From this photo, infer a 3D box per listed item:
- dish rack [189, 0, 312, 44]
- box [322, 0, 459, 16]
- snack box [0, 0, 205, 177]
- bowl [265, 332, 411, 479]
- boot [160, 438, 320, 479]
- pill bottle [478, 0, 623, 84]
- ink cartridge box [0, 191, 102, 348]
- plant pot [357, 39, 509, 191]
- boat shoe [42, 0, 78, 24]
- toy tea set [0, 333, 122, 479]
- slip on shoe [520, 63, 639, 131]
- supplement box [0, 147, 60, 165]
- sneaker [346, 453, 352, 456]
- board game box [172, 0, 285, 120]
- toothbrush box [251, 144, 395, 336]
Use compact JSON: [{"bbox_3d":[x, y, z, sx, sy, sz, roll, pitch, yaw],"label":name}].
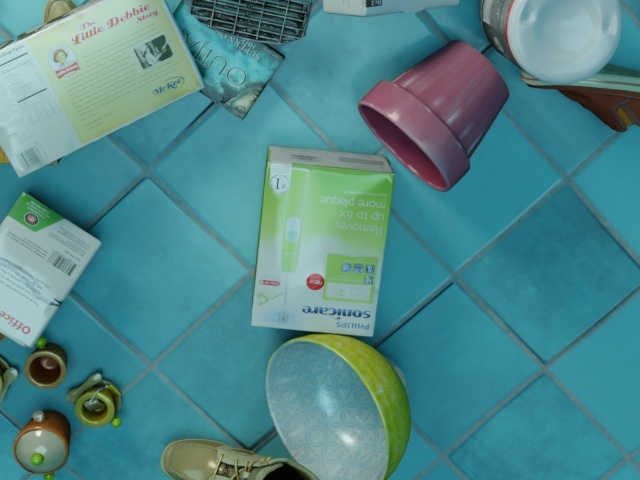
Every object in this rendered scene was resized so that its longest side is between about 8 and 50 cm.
[{"bbox_3d":[-0.090,-0.445,1.636,0.208,0.074,0.272,12,108,-5],"label":"dish rack"},{"bbox_3d":[0.102,-0.433,1.586,0.181,0.119,0.182,-14,111,-30],"label":"box"},{"bbox_3d":[-0.359,-0.251,1.621,0.322,0.060,0.187,-27,114,-7],"label":"snack box"},{"bbox_3d":[0.059,0.273,1.812,0.156,0.289,0.289,-24,114,-40],"label":"bowl"},{"bbox_3d":[-0.136,0.403,1.832,0.262,0.203,0.095,22,74,-12],"label":"boot"},{"bbox_3d":[0.328,-0.333,1.579,0.161,0.283,0.161,-1,108,-3],"label":"pill bottle"},{"bbox_3d":[-0.478,0.049,1.734,0.153,0.087,0.208,35,82,-13],"label":"ink cartridge box"},{"bbox_3d":[0.189,-0.207,1.673,0.180,0.201,0.201,-45,105,-6],"label":"plant pot"},{"bbox_3d":[-0.398,-0.287,1.669,0.068,0.072,0.190,-6,108,-1],"label":"boat shoe"},{"bbox_3d":[-0.507,0.256,1.813,0.200,0.124,0.336,-42,105,10],"label":"toy tea set"},{"bbox_3d":[0.478,-0.226,1.714,0.331,0.123,0.101,11,111,-11],"label":"slip on shoe"},{"bbox_3d":[-0.531,-0.168,1.700,0.233,0.078,0.080,4,111,-4],"label":"supplement box"},{"bbox_3d":[0.070,0.388,1.911,0.162,0.073,0.063,-20,108,3],"label":"sneaker"},{"bbox_3d":[-0.168,-0.294,1.703,0.186,0.026,0.126,33,103,-12],"label":"board game box"},{"bbox_3d":[0.000,0.000,1.758,0.206,0.122,0.283,6,109,-4],"label":"toothbrush box"}]
